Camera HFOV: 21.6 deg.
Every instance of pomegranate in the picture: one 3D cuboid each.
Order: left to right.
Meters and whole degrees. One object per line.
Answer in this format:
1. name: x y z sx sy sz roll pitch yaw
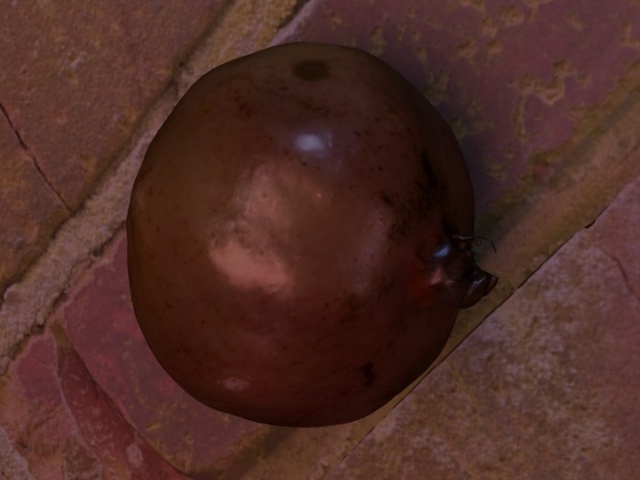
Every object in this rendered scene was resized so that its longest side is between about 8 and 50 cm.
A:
1. pomegranate: 0.000 0.000 1.451 0.338 0.338 0.338 7 104 28
